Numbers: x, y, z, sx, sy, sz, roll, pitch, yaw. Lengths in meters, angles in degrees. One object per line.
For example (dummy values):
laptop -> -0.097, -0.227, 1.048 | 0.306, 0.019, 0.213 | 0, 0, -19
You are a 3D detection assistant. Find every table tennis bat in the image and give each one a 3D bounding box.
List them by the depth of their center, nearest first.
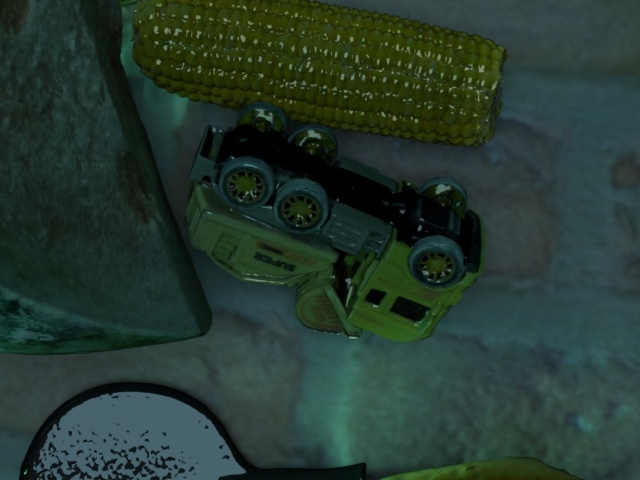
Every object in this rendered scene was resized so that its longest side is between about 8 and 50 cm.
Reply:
table tennis bat -> -0.087, 0.169, 0.984 | 0.236, 0.027, 0.150 | -2, 92, 3

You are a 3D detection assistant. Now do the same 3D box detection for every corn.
corn -> 0.000, -0.114, 0.951 | 0.248, 0.081, 0.081 | 11, 91, 1

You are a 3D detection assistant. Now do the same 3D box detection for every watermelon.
watermelon -> -0.197, -0.066, 0.867 | 0.228, 0.387, 0.258 | 6, 71, 36

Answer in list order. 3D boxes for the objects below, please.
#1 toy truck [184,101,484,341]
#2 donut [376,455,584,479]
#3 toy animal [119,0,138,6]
toy truck -> 0.000, 0.000, 0.936 | 0.191, 0.085, 0.116 | 22, 124, -10
donut -> 0.092, 0.291, 0.919 | 0.330, 0.160, 0.330 | 0, 84, 1
toy animal -> -0.120, -0.221, 0.958 | 0.218, 0.103, 0.101 | -8, 73, 4
